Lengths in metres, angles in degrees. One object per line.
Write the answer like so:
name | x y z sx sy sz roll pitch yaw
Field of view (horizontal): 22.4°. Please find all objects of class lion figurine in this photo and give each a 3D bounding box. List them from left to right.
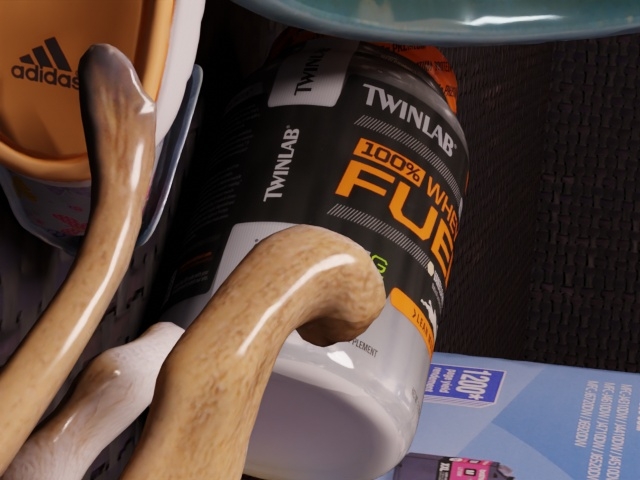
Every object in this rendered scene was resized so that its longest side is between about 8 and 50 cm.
lion figurine | -0.073 0.167 0.453 0.240 0.142 0.392 -40 127 -32

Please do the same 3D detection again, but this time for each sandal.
sandal | -0.066 -0.121 0.376 0.076 0.102 0.265 -63 159 -60

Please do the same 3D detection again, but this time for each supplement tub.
supplement tub | 0.000 0.000 0.704 0.117 0.117 0.190 79 21 -55

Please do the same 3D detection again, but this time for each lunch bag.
lunch bag | -0.069 -0.038 0.519 0.083 0.053 0.071 92 11 -66

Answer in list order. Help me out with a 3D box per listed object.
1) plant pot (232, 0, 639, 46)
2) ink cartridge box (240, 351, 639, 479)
plant pot | 0.100 -0.274 0.526 0.341 0.341 0.334 38 41 -76
ink cartridge box | 0.128 0.176 0.722 0.270 0.395 0.151 -58 152 -64
